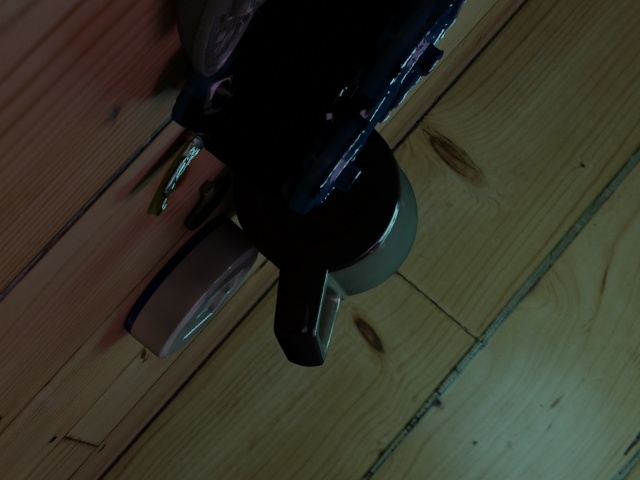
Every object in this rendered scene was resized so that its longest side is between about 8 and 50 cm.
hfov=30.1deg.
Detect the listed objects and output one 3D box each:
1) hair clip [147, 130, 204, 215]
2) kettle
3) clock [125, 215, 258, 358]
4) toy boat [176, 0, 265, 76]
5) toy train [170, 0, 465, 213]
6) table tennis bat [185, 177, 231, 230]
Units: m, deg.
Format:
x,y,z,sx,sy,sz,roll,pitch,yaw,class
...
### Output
x,y,z,sx,sy,sz,roll,pitch,yaw,class
-0.128,-0.102,1.265,0.188,0.033,0.060,-51,178,-11,hair clip
0.000,0.000,1.702,0.377,0.250,0.361,43,60,-83,kettle
-0.190,0.073,1.795,0.230,0.083,0.230,-50,177,-3,clock
-0.049,-0.205,0.871,0.078,0.085,0.260,-47,175,-38,toy boat
0.018,-0.190,1.084,0.300,0.188,0.265,-56,177,35,toy train
-0.148,-0.053,1.583,0.087,0.013,0.156,-48,176,-12,table tennis bat
